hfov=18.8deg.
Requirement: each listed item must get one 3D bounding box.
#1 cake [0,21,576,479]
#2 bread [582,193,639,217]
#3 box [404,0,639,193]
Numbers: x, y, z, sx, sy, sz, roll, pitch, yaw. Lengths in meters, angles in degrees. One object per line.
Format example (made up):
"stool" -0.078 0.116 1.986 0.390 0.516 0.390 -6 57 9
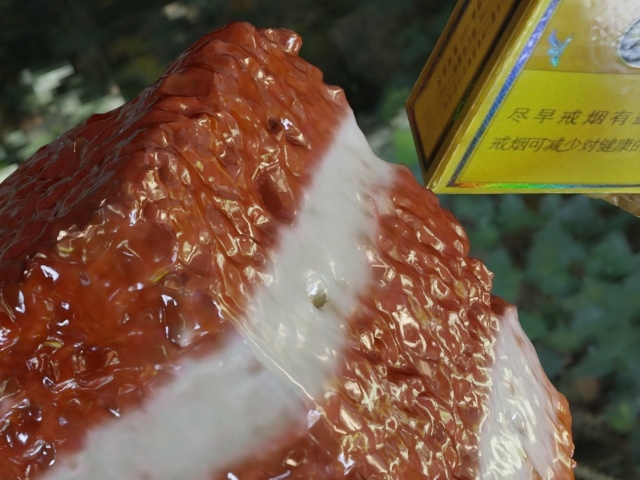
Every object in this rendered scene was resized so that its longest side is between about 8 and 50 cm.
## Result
"cake" -0.057 0.102 0.958 0.269 0.319 0.270 -35 -165 25
"bread" 0.298 -0.207 1.517 0.109 0.380 0.185 23 159 -16
"box" 0.194 -0.143 1.243 0.193 0.084 0.301 -1 148 -19
